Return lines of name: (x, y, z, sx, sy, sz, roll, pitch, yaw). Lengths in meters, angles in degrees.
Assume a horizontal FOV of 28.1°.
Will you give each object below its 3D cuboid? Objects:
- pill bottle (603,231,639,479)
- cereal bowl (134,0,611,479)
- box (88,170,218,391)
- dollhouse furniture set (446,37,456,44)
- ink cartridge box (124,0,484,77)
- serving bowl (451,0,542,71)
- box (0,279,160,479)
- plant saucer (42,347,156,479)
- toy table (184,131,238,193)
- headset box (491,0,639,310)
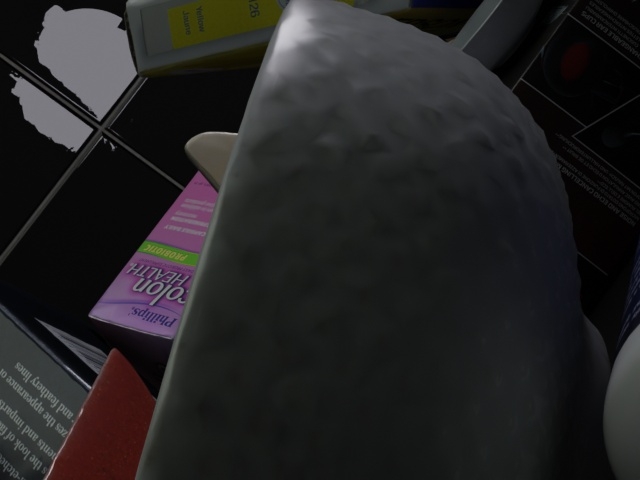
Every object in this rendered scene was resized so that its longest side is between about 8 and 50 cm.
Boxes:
pill bottle: (0.127, 0.032, 0.343, 0.094, 0.094, 0.169, -50, 6, 37)
cereal bowl: (0.014, 0.088, 0.468, 0.339, 0.141, 0.338, -166, 90, -89)
box: (-0.085, 0.064, 1.321, 0.117, 0.213, 0.243, 11, 54, 35)
dollhouse furniture set: (0.179, -0.157, 1.198, 0.242, 0.161, 0.212, -24, 21, 32)
ink cartridge box: (0.073, -0.179, 0.927, 0.307, 0.072, 0.304, -5, 5, 34)
serving bowl: (0.102, -0.122, 0.735, 0.083, 0.027, 0.083, -53, 5, 7)
box: (-0.286, 0.273, 1.084, 0.395, 0.293, 0.212, -53, -34, -2)
plant saucer: (-0.117, 0.212, 0.535, 0.258, 0.048, 0.259, -79, 4, -70)
toy table: (0.017, -0.037, 1.132, 0.161, 0.252, 0.274, -39, -19, -11)
headset box: (0.104, -0.014, 0.784, 0.293, 0.110, 0.218, -54, 5, -2)
